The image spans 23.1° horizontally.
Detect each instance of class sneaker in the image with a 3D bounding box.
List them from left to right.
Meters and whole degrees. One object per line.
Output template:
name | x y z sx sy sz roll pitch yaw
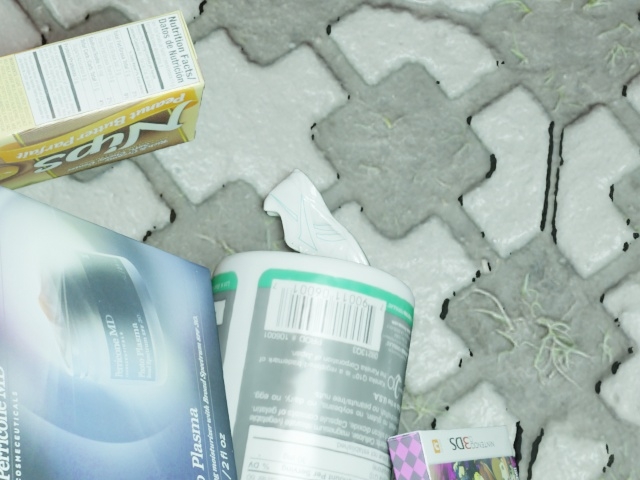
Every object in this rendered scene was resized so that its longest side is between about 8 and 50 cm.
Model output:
sneaker | 0.000 0.000 1.622 0.061 0.053 0.152 -38 78 -5

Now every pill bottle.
pill bottle | -0.032 0.206 1.483 0.204 0.204 0.361 11 75 -5

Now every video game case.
video game case | 0.150 0.294 1.496 0.042 0.210 0.232 -19 76 27

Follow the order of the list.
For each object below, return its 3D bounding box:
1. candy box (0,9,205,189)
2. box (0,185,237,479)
candy box | -0.279 -0.120 1.541 0.316 0.183 0.087 -17 80 -11
box | -0.236 0.142 1.345 0.294 0.183 0.296 23 46 -44
